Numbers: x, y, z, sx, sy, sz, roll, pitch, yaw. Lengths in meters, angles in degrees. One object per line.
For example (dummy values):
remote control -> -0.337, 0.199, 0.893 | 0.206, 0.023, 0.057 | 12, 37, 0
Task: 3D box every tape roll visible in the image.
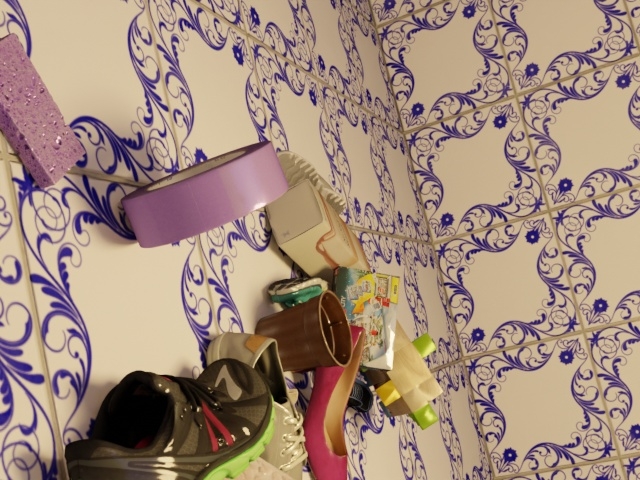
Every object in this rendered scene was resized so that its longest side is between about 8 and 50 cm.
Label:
tape roll -> -0.196, -0.081, 1.395 | 0.275, 0.275, 0.090 | -49, 121, -67

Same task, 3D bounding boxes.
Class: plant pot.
plant pot -> -0.039, 0.207, 1.741 | 0.167, 0.165, 0.166 | -17, 90, -71

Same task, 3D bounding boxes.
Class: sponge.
sponge -> -0.436, -0.192, 1.210 | 0.117, 0.031, 0.210 | -71, 140, -58

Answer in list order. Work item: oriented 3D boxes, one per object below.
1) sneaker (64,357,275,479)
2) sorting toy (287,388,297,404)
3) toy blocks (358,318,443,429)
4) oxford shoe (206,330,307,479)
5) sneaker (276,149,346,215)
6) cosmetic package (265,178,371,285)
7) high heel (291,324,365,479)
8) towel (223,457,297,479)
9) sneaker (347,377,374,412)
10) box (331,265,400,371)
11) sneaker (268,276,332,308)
sneaker -> -0.208, 0.270, 1.226 | 0.483, 0.185, 0.202 | -39, 115, -70
sorting toy -> -0.081, 0.351, 1.703 | 0.083, 0.045, 0.075 | 17, 66, -67
toy blocks -> 0.161, 0.303, 2.104 | 0.381, 0.191, 0.261 | 58, -17, 7
oxford shoe -> -0.089, 0.380, 1.533 | 0.169, 0.130, 0.449 | -22, 96, -72
sneaker -> -0.051, -0.150, 2.140 | 0.115, 0.105, 0.281 | 45, 1, 43
cosmetic package -> 0.000, 0.000, 2.020 | 0.296, 0.129, 0.153 | 46, 20, -51
high heel -> 0.049, 0.381, 1.809 | 0.127, 0.181, 0.377 | 5, 70, -69
towel -> -0.100, 0.479, 1.281 | 0.317, 0.053, 0.332 | 28, 28, -2
sneaker -> 0.057, 0.371, 2.005 | 0.232, 0.081, 0.090 | 54, 36, -35
box -> 0.100, 0.188, 1.957 | 0.044, 0.159, 0.233 | 136, -37, -69
sneaker -> -0.033, 0.142, 1.910 | 0.275, 0.107, 0.109 | 20, 65, -66
